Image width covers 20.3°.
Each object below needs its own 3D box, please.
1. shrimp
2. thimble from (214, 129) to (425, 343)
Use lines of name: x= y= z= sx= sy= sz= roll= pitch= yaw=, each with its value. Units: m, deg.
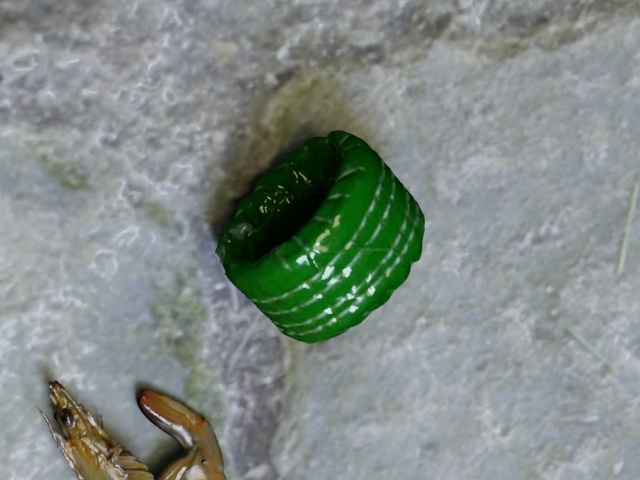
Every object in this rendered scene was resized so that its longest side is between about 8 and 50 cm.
shrimp: x=-0.117 y=0.140 z=1.188 sx=0.095 sy=0.045 sz=0.162 roll=-40 pitch=112 yaw=-13
thimble: x=0.000 y=0.000 z=1.177 sx=0.130 sy=0.118 sz=0.090 roll=-36 pitch=120 yaw=15
